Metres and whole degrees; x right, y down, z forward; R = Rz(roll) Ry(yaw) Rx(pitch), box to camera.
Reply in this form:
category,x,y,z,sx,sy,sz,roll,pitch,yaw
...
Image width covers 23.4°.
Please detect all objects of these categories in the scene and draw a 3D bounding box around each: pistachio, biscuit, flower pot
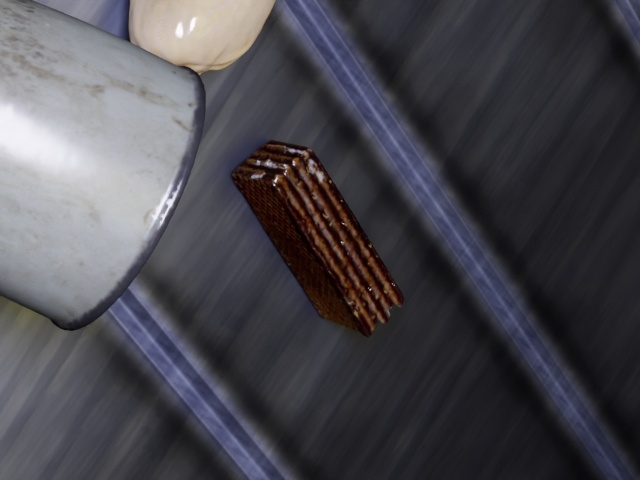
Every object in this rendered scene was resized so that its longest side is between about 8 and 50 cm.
category,x,y,z,sx,sy,sz,roll,pitch,yaw
pistachio,-0.125,-0.264,1.663,0.145,0.117,0.200,37,75,-9
biscuit,0.000,0.000,1.791,0.070,0.106,0.252,-42,118,-18
flower pot,-0.319,-0.106,1.486,0.330,0.293,0.294,27,86,-27
